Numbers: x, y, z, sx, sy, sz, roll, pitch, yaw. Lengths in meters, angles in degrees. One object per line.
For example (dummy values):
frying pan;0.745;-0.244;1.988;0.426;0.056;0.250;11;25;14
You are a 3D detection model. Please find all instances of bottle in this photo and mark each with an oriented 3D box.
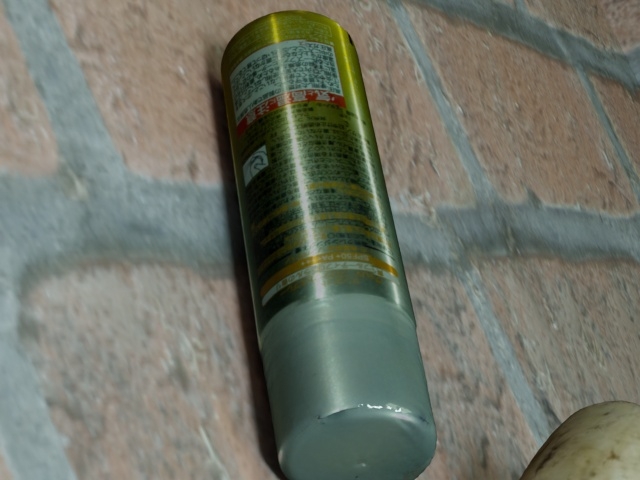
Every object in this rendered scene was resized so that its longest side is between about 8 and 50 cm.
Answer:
bottle;0.000;0.000;0.934;0.082;0.082;0.286;44;26;-42

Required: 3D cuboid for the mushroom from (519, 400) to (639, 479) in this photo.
mushroom;0.194;0.233;1.004;0.253;0.195;0.189;43;52;-3
